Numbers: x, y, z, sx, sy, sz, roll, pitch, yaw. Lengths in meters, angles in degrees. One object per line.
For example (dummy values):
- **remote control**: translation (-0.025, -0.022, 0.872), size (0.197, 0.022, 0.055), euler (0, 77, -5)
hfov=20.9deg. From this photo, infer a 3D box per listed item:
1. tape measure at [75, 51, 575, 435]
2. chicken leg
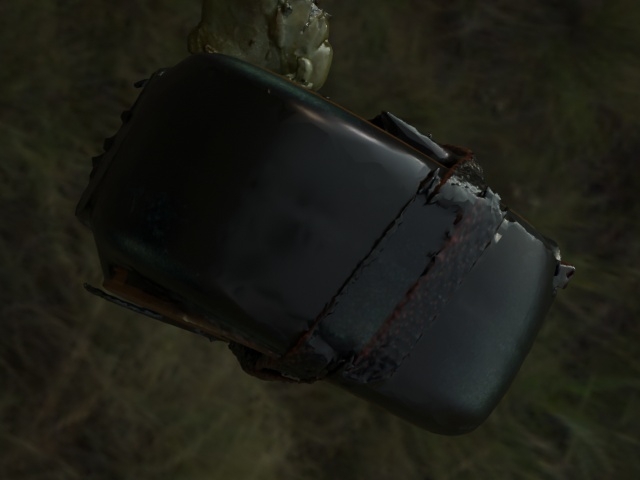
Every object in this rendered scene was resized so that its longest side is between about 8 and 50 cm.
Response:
- **tape measure**: translation (0.000, 0.000, 0.768), size (0.202, 0.223, 0.135), euler (30, 85, -29)
- **chicken leg**: translation (-0.051, -0.107, 1.225), size (0.088, 0.103, 0.228), euler (50, 54, -80)
